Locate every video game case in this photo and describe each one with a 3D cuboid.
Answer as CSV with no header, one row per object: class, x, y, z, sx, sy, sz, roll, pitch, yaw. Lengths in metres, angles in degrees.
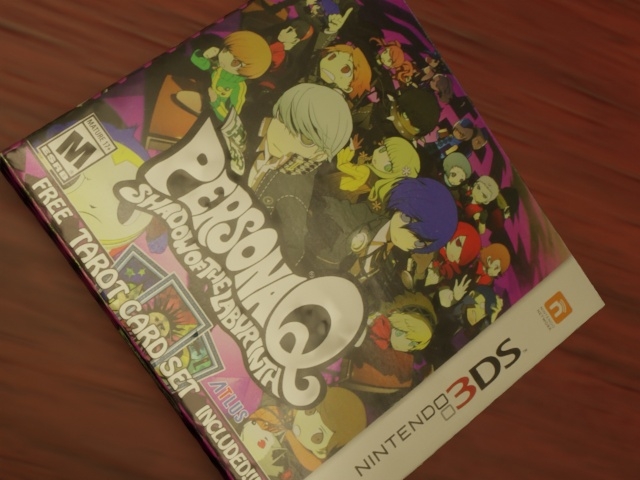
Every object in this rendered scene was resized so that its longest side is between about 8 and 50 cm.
video game case,0.000,0.000,0.453,0.210,0.042,0.232,-36,95,-18
